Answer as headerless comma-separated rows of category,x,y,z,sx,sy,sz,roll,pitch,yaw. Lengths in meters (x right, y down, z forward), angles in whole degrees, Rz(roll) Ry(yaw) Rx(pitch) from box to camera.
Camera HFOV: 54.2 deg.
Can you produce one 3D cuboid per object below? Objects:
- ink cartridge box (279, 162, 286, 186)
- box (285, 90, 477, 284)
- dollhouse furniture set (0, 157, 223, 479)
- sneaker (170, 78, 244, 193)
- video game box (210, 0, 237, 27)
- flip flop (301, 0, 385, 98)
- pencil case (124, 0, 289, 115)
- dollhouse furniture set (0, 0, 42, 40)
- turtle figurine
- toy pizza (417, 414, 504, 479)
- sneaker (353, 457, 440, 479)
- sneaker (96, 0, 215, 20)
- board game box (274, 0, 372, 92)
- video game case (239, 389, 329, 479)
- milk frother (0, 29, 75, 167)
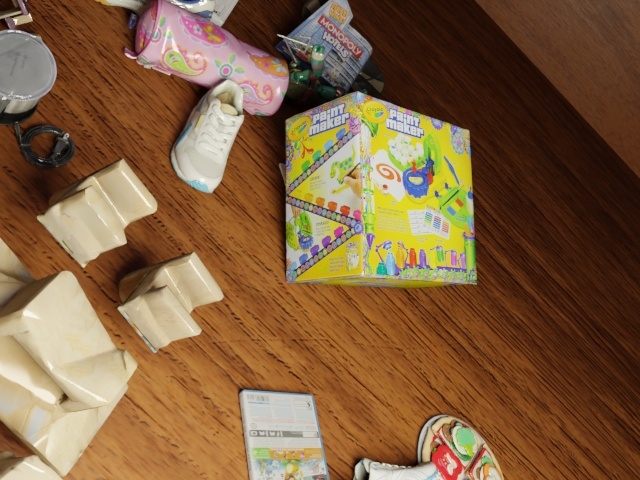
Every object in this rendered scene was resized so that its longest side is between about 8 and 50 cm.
ink cartridge box,0.027,-0.104,1.180,0.198,0.067,0.115,5,55,-42
box,0.107,-0.064,1.056,0.290,0.177,0.278,7,79,-42
dollhouse furniture set,-0.359,0.052,0.596,0.394,0.257,0.362,58,33,-23
sneaker,-0.178,-0.175,1.019,0.087,0.092,0.228,28,43,-28
video game box,-0.261,-0.533,1.288,0.187,0.048,0.205,36,38,-19
flip flop,0.048,-0.449,1.495,0.112,0.080,0.277,-47,107,-17
pencil case,-0.194,-0.321,1.114,0.284,0.124,0.124,18,47,-34
dollhouse furniture set,-0.474,-0.337,0.936,0.081,0.091,0.114,-20,40,-10
turtle figurine,-0.027,-0.335,1.299,0.234,0.118,0.175,26,2,-29
toy pizza,0.235,0.373,0.998,0.201,0.032,0.201,26,42,-27
sneaker,0.094,0.332,0.867,0.191,0.071,0.082,-8,58,-48
sneaker,-0.324,-0.471,1.103,0.297,0.131,0.111,25,45,-26
board game box,0.029,-0.452,1.408,0.194,0.060,0.194,35,76,-20
video game case,-0.044,0.279,0.817,0.119,0.015,0.166,15,48,-37
milk frother,-0.365,-0.170,0.791,0.143,0.135,0.129,18,78,-31
